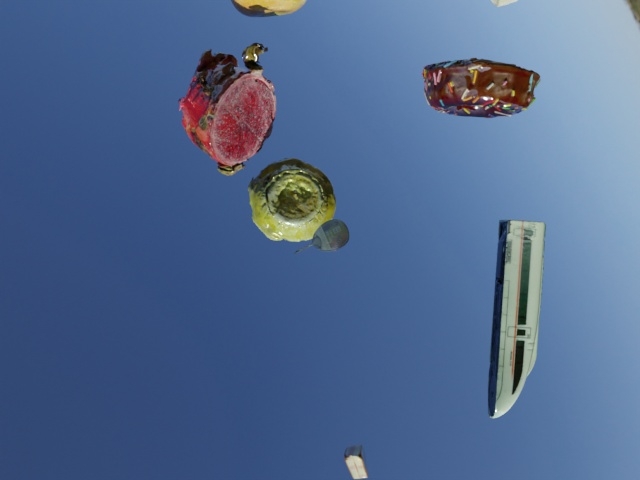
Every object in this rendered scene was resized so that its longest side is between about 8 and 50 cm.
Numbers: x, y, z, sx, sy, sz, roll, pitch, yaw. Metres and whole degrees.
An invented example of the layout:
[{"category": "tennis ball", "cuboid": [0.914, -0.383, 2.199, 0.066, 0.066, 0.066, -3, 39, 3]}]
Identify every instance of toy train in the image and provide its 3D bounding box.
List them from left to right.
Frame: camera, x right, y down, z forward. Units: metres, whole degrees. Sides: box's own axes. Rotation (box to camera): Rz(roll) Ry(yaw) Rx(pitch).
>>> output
[{"category": "toy train", "cuboid": [0.398, 0.162, 1.198, 0.086, 0.088, 0.407, -22, -64, -86]}]

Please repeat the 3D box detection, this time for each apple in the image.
[{"category": "apple", "cuboid": [-0.106, -0.558, 1.240, 0.182, 0.182, 0.155, -30, -62, -54]}]

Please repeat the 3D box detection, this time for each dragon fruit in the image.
[{"category": "dragon fruit", "cuboid": [-0.199, -0.288, 1.252, 0.211, 0.147, 0.282, -14, -56, -52]}]

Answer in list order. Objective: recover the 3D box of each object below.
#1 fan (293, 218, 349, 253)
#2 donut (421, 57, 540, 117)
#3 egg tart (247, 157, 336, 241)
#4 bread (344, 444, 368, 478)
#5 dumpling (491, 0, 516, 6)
[{"category": "fan", "cuboid": [0.004, -0.007, 0.828, 0.003, 0.080, 0.060, 63, -149, -43]}, {"category": "donut", "cuboid": [0.319, -0.302, 1.189, 0.235, 0.235, 0.089, -3, -82, -52]}, {"category": "egg tart", "cuboid": [-0.058, -0.091, 1.265, 0.197, 0.078, 0.197, 1, -96, -9]}, {"category": "bread", "cuboid": [0.081, 0.499, 1.355, 0.062, 0.043, 0.109, -93, -11, -47]}, {"category": "dumpling", "cuboid": [0.228, -0.347, 0.564, 0.131, 0.179, 0.252, 49, 169, 34]}]
